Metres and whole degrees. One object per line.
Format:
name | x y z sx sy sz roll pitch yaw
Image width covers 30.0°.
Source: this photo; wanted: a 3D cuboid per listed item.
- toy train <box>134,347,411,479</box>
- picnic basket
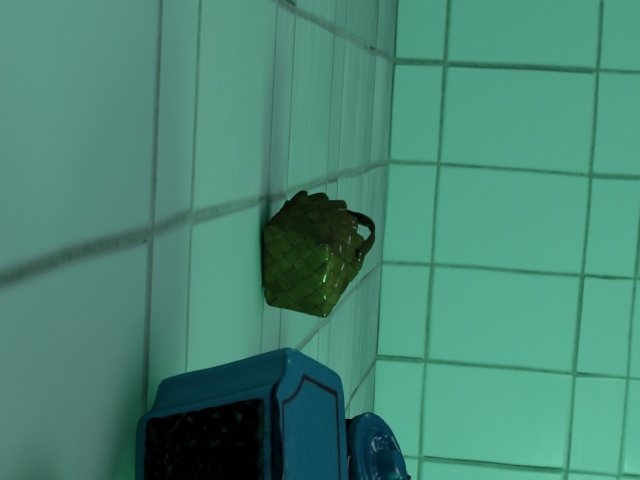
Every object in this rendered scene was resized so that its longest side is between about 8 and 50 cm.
toy train | -0.038 0.267 1.031 0.265 0.188 0.300 37 44 -52
picnic basket | 0.000 0.000 1.547 0.178 0.128 0.138 -45 144 -51
